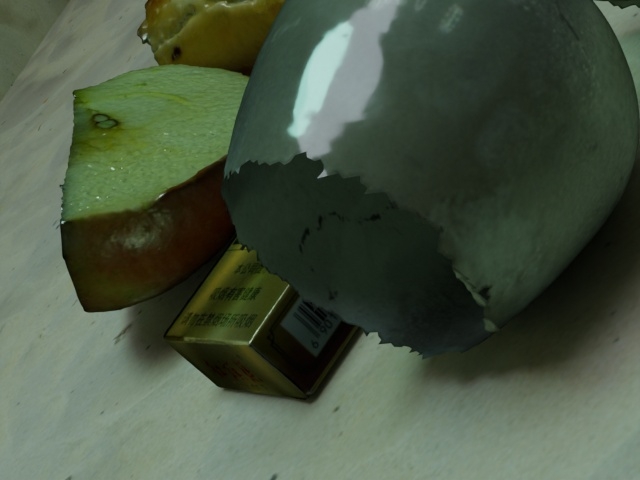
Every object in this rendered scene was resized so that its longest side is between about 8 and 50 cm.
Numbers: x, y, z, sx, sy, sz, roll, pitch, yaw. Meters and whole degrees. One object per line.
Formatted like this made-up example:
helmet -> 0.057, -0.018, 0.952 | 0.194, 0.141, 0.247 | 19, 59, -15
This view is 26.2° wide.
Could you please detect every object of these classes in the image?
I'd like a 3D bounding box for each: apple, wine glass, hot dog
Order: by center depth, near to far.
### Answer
wine glass -> 0.096, -0.103, 0.810 | 0.238, 0.238, 0.323 | -9, 45, 59
apple -> -0.156, -0.054, 1.268 | 0.254, 0.179, 0.346 | -54, 20, 16
hot dog -> 0.021, -0.332, 1.422 | 0.365, 0.196, 0.367 | -27, 33, 47

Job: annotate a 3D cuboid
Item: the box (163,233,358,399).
box -> 0.000, 0.000, 1.016 | 0.240, 0.071, 0.159 | -55, 20, -20
